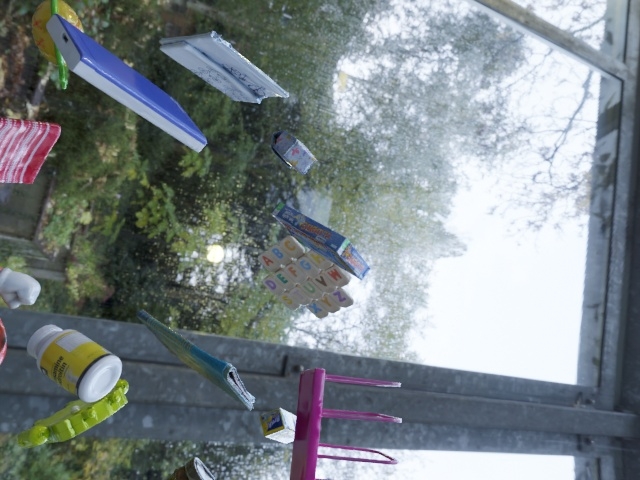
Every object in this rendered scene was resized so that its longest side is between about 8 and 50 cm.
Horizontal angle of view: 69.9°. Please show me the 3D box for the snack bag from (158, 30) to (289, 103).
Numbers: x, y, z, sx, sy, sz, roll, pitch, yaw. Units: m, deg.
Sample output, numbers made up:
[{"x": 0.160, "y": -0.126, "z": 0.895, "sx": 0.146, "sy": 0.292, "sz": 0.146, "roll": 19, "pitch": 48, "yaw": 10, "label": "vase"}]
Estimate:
[{"x": -0.295, "y": -0.522, "z": 1.420, "sx": 0.342, "sy": 0.323, "sz": 0.037, "roll": 19, "pitch": -96, "yaw": 44, "label": "snack bag"}]

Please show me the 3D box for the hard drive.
[{"x": -0.405, "y": -0.328, "z": 0.987, "sx": 0.040, "sy": 0.318, "sz": 0.210, "roll": -46, "pitch": -123, "yaw": 9, "label": "hard drive"}]

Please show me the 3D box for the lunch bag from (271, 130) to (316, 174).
[{"x": -0.058, "y": -0.176, "z": 0.913, "sx": 0.053, "sy": 0.071, "sz": 0.083, "roll": -46, "pitch": -136, "yaw": 4, "label": "lunch bag"}]

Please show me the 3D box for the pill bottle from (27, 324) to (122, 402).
[{"x": -0.518, "y": 0.250, "z": 0.959, "sx": 0.103, "sy": 0.184, "sz": 0.103, "roll": -54, "pitch": 158, "yaw": -34, "label": "pill bottle"}]

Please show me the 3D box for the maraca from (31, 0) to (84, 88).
[{"x": -0.573, "y": -0.433, "z": 1.007, "sx": 0.127, "sy": 0.099, "sz": 0.186, "roll": -124, "pitch": -142, "yaw": -54, "label": "maraca"}]

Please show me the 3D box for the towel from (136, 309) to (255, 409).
[{"x": -0.367, "y": 0.353, "z": 1.368, "sx": 0.040, "sy": 0.369, "sz": 0.272, "roll": -51, "pitch": 150, "yaw": -28, "label": "towel"}]

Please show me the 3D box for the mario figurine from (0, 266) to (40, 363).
[{"x": -0.511, "y": 0.073, "z": 0.594, "sx": 0.170, "sy": 0.197, "sz": 0.321, "roll": -105, "pitch": -174, "yaw": -53, "label": "mario figurine"}]

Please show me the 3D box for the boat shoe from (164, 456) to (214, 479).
[{"x": -0.269, "y": 0.679, "z": 1.120, "sx": 0.308, "sy": 0.104, "sz": 0.110, "roll": 58, "pitch": -10, "yaw": -5, "label": "boat shoe"}]

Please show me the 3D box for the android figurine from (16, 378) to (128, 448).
[{"x": -0.582, "y": 0.416, "z": 1.106, "sx": 0.272, "sy": 0.248, "sz": 0.056, "roll": -24, "pitch": -88, "yaw": 37, "label": "android figurine"}]

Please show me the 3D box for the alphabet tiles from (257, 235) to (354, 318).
[{"x": -0.045, "y": 0.117, "z": 1.330, "sx": 0.284, "sy": 0.278, "sz": 0.021, "roll": -31, "pitch": -163, "yaw": 42, "label": "alphabet tiles"}]

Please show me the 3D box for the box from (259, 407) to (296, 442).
[{"x": -0.097, "y": 0.486, "z": 1.196, "sx": 0.169, "sy": 0.059, "sz": 0.054, "roll": 61, "pitch": 8, "yaw": -58, "label": "box"}]

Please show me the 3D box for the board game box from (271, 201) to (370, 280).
[{"x": 0.000, "y": 0.000, "z": 0.964, "sx": 0.201, "sy": 0.136, "sz": 0.035, "roll": 30, "pitch": -102, "yaw": 39, "label": "board game box"}]

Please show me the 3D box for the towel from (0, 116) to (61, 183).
[{"x": -0.731, "y": -0.192, "z": 1.005, "sx": 0.199, "sy": 0.274, "sz": 0.031, "roll": -44, "pitch": -100, "yaw": 23, "label": "towel"}]

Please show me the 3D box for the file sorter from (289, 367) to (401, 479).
[{"x": 0.046, "y": 0.409, "z": 0.886, "sx": 0.202, "sy": 0.182, "sz": 0.291, "roll": 119, "pitch": -22, "yaw": -70, "label": "file sorter"}]
